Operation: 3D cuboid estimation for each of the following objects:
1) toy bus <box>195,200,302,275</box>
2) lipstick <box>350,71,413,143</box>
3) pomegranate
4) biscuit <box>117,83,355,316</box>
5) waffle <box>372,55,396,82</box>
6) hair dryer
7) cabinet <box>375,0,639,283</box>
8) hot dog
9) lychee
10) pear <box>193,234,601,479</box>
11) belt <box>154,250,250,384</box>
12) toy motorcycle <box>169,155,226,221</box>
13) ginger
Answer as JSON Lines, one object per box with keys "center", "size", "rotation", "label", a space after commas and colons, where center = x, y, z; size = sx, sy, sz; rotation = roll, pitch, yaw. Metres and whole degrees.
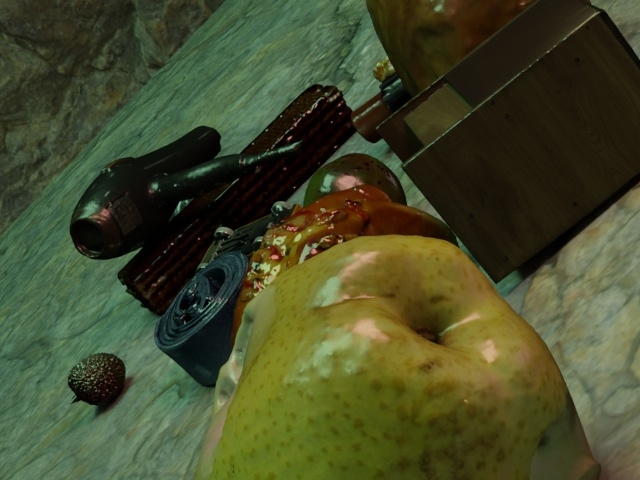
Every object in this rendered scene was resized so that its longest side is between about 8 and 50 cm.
{"center": [-0.073, 0.016, 1.992], "size": [0.162, 0.074, 0.069], "rotation": [-23, 32, 45], "label": "toy bus"}
{"center": [0.160, -0.209, 2.009], "size": [0.300, 0.081, 0.081], "rotation": [-34, 18, 23], "label": "lipstick"}
{"center": [0.030, -0.033, 1.816], "size": [0.114, 0.114, 0.142], "rotation": [-48, 9, -20], "label": "pomegranate"}
{"center": [-0.106, -0.057, 2.267], "size": [0.388, 0.073, 0.107], "rotation": [-46, 17, -9], "label": "biscuit"}
{"center": [0.149, -0.282, 2.290], "size": [0.192, 0.046, 0.160], "rotation": [-36, 19, 21], "label": "waffle"}
{"center": [-0.135, -0.091, 2.193], "size": [0.359, 0.120, 0.304], "rotation": [-14, 17, 39], "label": "hair dryer"}
{"center": [0.186, -0.095, 1.531], "size": [0.215, 0.148, 0.175], "rotation": [-38, 16, 4], "label": "cabinet"}
{"center": [0.008, 0.049, 1.562], "size": [0.150, 0.153, 0.256], "rotation": [-21, 27, 54], "label": "hot dog"}
{"center": [-0.275, 0.173, 2.093], "size": [0.067, 0.068, 0.083], "rotation": [27, 61, 30], "label": "lychee"}
{"center": [0.039, 0.126, 1.083], "size": [0.271, 0.271, 0.271], "rotation": [-39, 16, 13], "label": "pear"}
{"center": [-0.116, 0.082, 1.903], "size": [0.141, 0.082, 0.190], "rotation": [-43, 17, 3], "label": "belt"}
{"center": [-0.187, -0.065, 2.483], "size": [0.152, 0.073, 0.225], "rotation": [-49, 18, -27], "label": "toy motorcycle"}
{"center": [0.159, -0.251, 1.790], "size": [0.200, 0.269, 0.223], "rotation": [-18, -3, -26], "label": "ginger"}
